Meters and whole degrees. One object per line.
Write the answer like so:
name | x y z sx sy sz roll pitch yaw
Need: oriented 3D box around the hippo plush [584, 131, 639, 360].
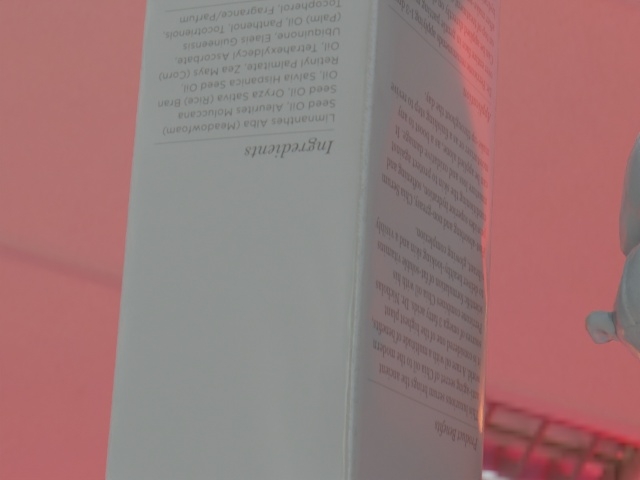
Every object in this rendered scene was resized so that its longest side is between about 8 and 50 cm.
hippo plush | 0.285 0.041 1.126 0.237 0.294 0.234 8 -20 -12

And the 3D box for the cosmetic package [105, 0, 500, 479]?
cosmetic package | 0.000 0.000 1.109 0.162 0.453 0.230 -3 -16 24
